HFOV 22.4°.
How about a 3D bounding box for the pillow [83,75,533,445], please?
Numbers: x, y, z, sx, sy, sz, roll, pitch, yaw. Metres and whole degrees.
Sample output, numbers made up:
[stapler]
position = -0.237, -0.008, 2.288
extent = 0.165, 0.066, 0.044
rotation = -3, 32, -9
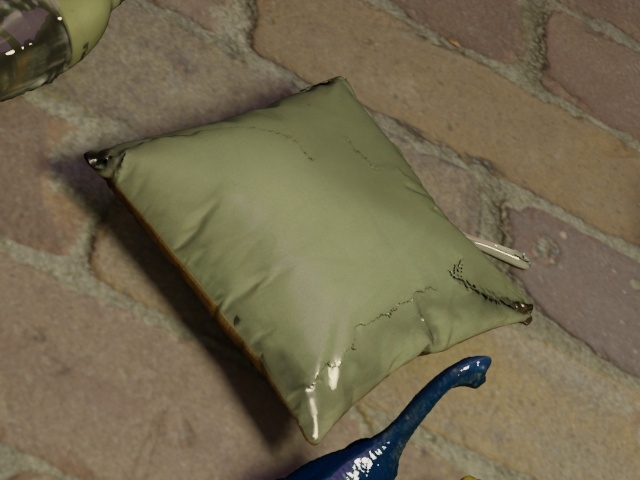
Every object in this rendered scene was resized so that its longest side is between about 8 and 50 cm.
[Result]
[pillow]
position = 0.000, 0.000, 1.397
extent = 0.312, 0.119, 0.310
rotation = -23, 71, -44

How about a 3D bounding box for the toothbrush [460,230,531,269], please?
[toothbrush]
position = 0.118, -0.017, 1.564
extent = 0.204, 0.022, 0.017
rotation = 23, 27, -15

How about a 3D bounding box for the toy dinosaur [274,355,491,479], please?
[toy dinosaur]
position = 0.004, 0.171, 1.196
extent = 0.247, 0.188, 0.075
rotation = -10, 51, -37

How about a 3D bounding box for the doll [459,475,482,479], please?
[doll]
position = 0.230, 0.331, 1.260
extent = 0.365, 0.094, 0.160
rotation = 36, 16, 8

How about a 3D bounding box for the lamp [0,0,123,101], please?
[lamp]
position = -0.259, -0.182, 1.411
extent = 0.101, 0.101, 0.250
rotation = 43, 54, 7
